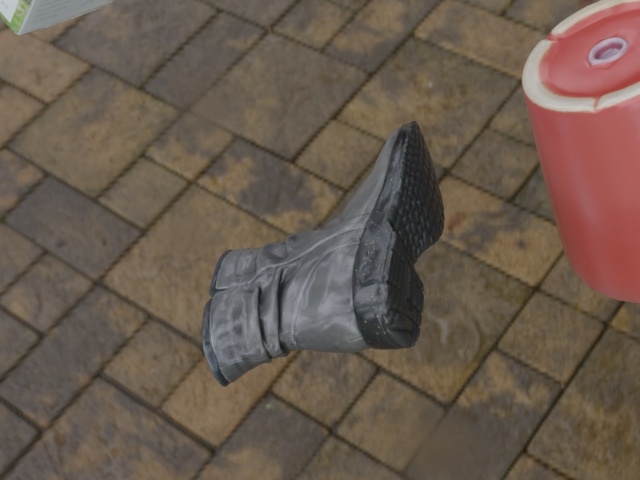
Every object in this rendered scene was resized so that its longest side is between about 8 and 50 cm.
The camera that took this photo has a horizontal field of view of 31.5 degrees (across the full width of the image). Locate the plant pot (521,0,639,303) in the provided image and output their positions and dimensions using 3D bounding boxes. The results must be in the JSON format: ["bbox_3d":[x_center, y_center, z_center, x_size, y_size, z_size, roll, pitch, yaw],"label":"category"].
[{"bbox_3d":[0.347,-0.113,1.208,0.274,0.243,0.275,-23,35,17],"label":"plant pot"}]

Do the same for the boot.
[{"bbox_3d":[0.000,0.000,1.180,0.222,0.118,0.338,-12,29,23],"label":"boot"}]

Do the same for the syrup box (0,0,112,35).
[{"bbox_3d":[-0.150,-0.249,0.710,0.093,0.237,0.096,48,44,7],"label":"syrup box"}]
